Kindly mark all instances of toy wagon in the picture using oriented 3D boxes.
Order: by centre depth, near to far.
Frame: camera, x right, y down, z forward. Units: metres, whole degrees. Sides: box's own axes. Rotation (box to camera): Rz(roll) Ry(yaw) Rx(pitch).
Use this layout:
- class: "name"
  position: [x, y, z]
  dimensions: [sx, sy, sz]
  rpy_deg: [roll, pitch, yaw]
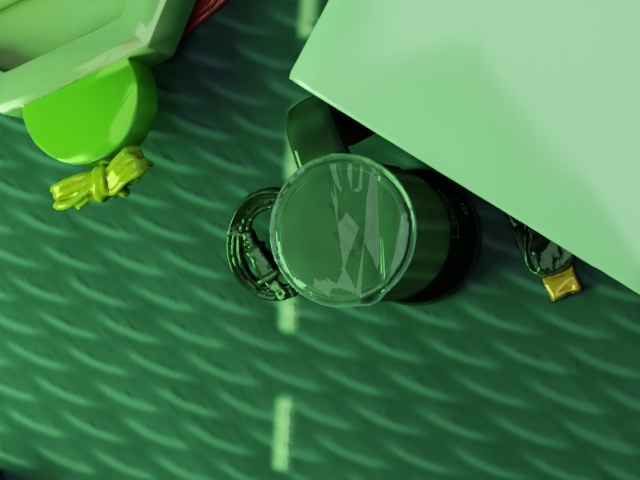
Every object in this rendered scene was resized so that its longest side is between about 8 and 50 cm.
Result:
- class: "toy wagon"
  position: [-0.180, -0.182, 1.009]
  dimensions: [0.267, 0.068, 0.344]
  rpy_deg: [-22, 81, 18]

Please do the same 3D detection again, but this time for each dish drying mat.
- class: "dish drying mat"
  position: [-0.099, -0.141, 1.017]
  dimensions: [0.083, 0.008, 0.032]
  rpy_deg: [-36, 78, 16]

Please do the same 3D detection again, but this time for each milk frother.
- class: "milk frother"
  position: [0.000, 0.000, 0.916]
  dimensions: [0.143, 0.135, 0.129]
  rpy_deg: [-43, 74, 14]

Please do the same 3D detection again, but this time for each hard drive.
- class: "hard drive"
  position: [0.165, -0.178, 0.800]
  dimensions: [0.233, 0.047, 0.353]
  rpy_deg: [33, 105, 13]

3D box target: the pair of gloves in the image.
- class: "pair of gloves"
  position: [0.153, -0.011, 0.929]
  dimensions: [0.083, 0.010, 0.074]
  rpy_deg: [-30, 82, 20]
